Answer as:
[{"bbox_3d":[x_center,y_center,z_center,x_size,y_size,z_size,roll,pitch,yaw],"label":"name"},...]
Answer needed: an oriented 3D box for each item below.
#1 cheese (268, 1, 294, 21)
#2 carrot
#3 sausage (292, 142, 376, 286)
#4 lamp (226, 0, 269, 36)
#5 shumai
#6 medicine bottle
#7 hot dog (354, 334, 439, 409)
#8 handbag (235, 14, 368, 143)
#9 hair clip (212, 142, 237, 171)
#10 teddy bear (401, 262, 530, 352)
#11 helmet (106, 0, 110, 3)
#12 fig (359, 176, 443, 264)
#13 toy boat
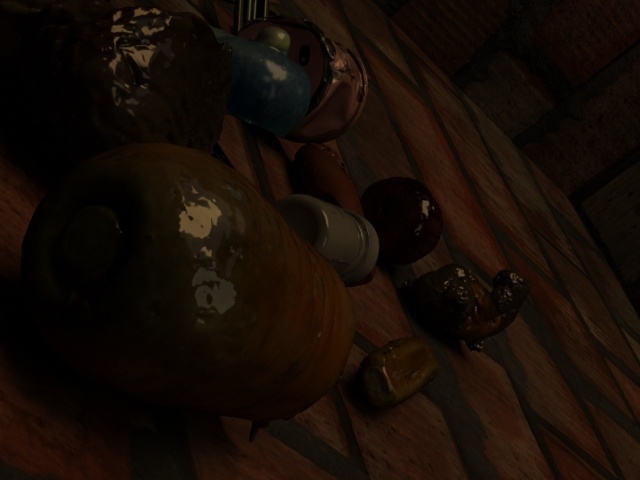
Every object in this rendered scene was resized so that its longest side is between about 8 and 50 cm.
[{"bbox_3d":[-0.056,-0.328,2.515,0.202,0.091,0.175,33,25,-46],"label":"cheese"},{"bbox_3d":[-0.111,0.047,1.292,0.340,0.224,0.224,32,24,-57],"label":"carrot"},{"bbox_3d":[0.017,-0.055,2.122,0.079,0.087,0.326,4,37,-18],"label":"sausage"},{"bbox_3d":[-0.192,-0.387,2.293,0.283,0.124,0.203,30,46,-58],"label":"lamp"},{"bbox_3d":[-0.263,-0.166,1.557,0.283,0.217,0.346,21,-4,10],"label":"shumai"},{"bbox_3d":[0.000,0.000,1.917,0.105,0.105,0.168,58,18,22],"label":"medicine bottle"},{"bbox_3d":[0.100,0.170,1.889,0.289,0.068,0.083,-2,78,-76],"label":"hot dog"},{"bbox_3d":[-0.040,-0.247,2.210,0.205,0.179,0.116,10,-3,29],"label":"handbag"},{"bbox_3d":[-0.159,-0.152,1.925,0.083,0.048,0.275,37,20,-30],"label":"hair clip"},{"bbox_3d":[0.221,0.098,2.290,0.177,0.140,0.190,8,-9,45],"label":"teddy bear"},{"bbox_3d":[-0.312,-0.402,1.957,0.155,0.106,0.175,44,22,-24],"label":"helmet"},{"bbox_3d":[0.149,-0.011,2.328,0.201,0.134,0.146,45,24,-51],"label":"fig"},{"bbox_3d":[-0.122,-0.228,1.821,0.215,0.123,0.330,24,3,-25],"label":"toy boat"}]
